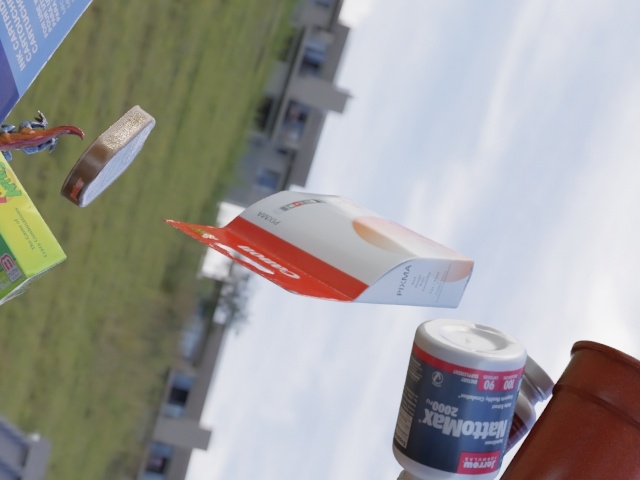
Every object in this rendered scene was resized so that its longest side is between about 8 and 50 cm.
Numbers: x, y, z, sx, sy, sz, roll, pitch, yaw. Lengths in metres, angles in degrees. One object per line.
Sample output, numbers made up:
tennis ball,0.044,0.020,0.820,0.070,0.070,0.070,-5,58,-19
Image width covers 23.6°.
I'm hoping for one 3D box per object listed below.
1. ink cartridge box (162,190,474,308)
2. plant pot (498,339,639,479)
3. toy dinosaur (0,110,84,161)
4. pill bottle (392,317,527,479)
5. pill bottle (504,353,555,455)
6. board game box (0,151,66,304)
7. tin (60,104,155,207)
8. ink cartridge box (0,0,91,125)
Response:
ink cartridge box,0.000,0.000,1.089,0.145,0.179,0.045,28,-78,40
plant pot,0.354,0.314,1.954,0.265,0.272,0.272,-49,-169,-13
toy dinosaur,-0.273,-0.095,1.357,0.090,0.082,0.047,-15,-88,34
pill bottle,0.126,0.174,1.446,0.108,0.108,0.180,-122,-140,-70
pill bottle,0.216,0.247,2.093,0.216,0.121,0.121,-44,-166,-7
board game box,-0.289,-0.039,1.252,0.043,0.181,0.092,-32,180,-40
tin,-0.282,-0.111,2.040,0.106,0.040,0.189,-51,-179,37
ink cartridge box,-0.286,-0.260,1.143,0.270,0.151,0.395,75,31,-42
